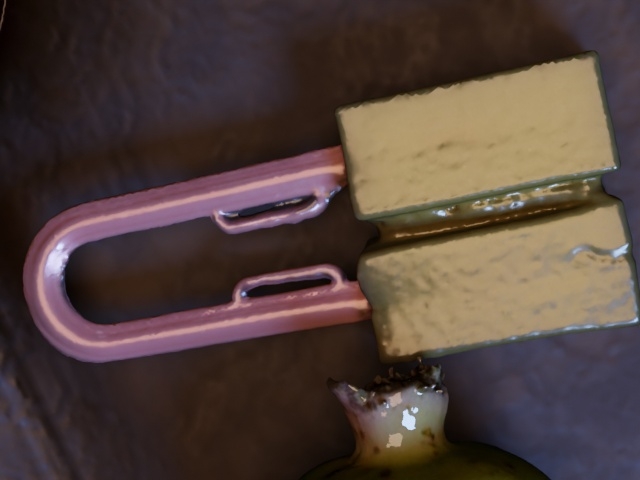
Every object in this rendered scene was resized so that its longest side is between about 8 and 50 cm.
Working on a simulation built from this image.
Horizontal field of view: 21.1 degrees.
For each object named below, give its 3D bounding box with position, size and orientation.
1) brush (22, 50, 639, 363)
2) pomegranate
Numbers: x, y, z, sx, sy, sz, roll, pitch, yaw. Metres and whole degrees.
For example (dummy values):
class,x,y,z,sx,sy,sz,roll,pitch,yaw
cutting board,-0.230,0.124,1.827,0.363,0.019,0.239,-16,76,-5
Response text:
class,x,y,z,sx,sy,sz,roll,pitch,yaw
brush,0.000,0.000,0.662,0.233,0.047,0.103,-11,94,6
pomegranate,0.036,0.121,0.637,0.130,0.130,0.130,0,95,4
